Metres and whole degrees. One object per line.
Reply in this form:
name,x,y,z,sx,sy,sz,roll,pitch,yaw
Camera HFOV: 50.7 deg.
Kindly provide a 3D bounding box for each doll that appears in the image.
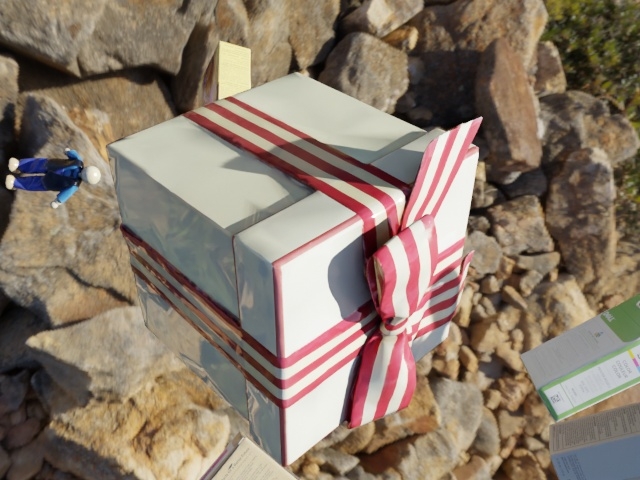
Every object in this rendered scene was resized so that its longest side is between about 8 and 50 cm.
doll,-0.530,-0.127,1.352,0.189,0.046,0.129,0,73,8

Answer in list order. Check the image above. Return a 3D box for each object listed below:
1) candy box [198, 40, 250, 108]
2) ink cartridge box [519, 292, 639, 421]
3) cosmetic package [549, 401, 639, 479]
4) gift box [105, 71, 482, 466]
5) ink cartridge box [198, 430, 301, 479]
candy box,-0.142,-0.179,0.981,0.053,0.109,0.187,10,62,-23
ink cartridge box,0.391,0.156,0.928,0.209,0.109,0.062,-31,100,11
cosmetic package,0.690,0.462,1.536,0.309,0.160,0.113,-21,95,22
gift box,0.000,0.000,0.608,0.276,0.258,0.255,-33,139,-29
ink cartridge box,-0.174,0.566,1.458,0.193,0.088,0.235,43,79,-7
